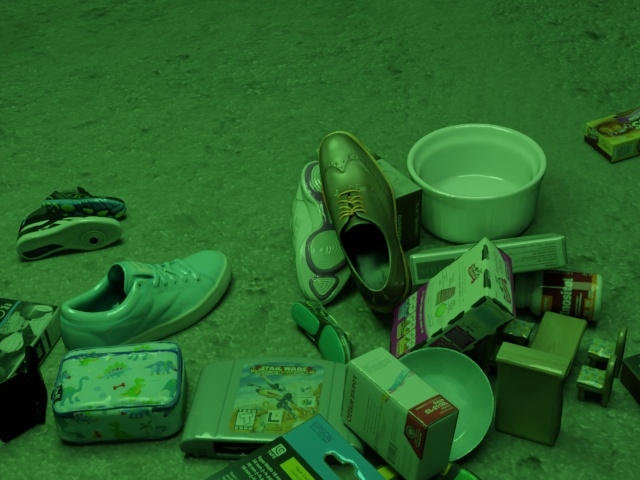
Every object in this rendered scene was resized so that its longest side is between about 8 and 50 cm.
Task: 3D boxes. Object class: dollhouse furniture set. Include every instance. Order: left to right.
[{"bbox_3d":[0.372,0.185,1.682,0.212,0.161,0.242,13,41,22],"label":"dollhouse furniture set"}]

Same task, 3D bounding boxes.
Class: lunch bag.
[{"bbox_3d":[-0.337,0.251,1.736,0.219,0.090,0.176,-3,35,0],"label":"lunch bag"}]

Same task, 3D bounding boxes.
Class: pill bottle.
[{"bbox_3d":[0.428,0.097,1.855,0.152,0.086,0.086,4,38,13],"label":"pill bottle"}]

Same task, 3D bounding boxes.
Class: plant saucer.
[{"bbox_3d":[0.183,0.269,1.656,0.195,0.037,0.195,-6,63,12],"label":"plant saucer"}]

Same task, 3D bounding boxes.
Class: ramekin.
[{"bbox_3d":[0.316,-0.111,2.100,0.277,0.135,0.277,-3,37,2],"label":"ramekin"}]

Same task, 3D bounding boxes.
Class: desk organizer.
[{"bbox_3d":[0.542,0.246,1.675,0.047,0.050,0.130,-14,38,-13],"label":"desk organizer"}]

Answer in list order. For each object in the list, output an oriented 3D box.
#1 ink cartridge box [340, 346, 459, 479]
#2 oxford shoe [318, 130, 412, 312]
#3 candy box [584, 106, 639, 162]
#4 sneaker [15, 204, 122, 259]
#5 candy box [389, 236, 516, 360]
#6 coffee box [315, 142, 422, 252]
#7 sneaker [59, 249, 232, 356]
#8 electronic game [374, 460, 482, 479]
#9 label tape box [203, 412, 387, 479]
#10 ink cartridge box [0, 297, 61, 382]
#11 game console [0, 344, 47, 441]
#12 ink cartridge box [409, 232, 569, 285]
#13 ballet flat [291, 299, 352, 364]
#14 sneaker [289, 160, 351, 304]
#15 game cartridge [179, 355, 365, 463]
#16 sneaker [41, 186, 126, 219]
[{"bbox_3d":[0.117,0.264,1.561,0.072,0.127,0.175,-21,42,-33],"label":"ink cartridge box"},{"bbox_3d":[0.076,-0.053,1.883,0.130,0.133,0.363,-23,71,8],"label":"oxford shoe"},{"bbox_3d":[0.699,-0.241,2.298,0.187,0.053,0.109,-17,39,-14],"label":"candy box"},{"bbox_3d":[-0.523,-0.037,2.136,0.217,0.079,0.121,-11,39,-5],"label":"sneaker"},{"bbox_3d":[0.220,0.123,1.742,0.071,0.233,0.159,36,34,-19],"label":"candy box"},{"bbox_3d":[0.095,-0.089,2.089,0.098,0.141,0.246,-22,40,-24],"label":"coffee box"},{"bbox_3d":[-0.313,0.092,1.888,0.135,0.150,0.366,28,48,34],"label":"sneaker"},{"bbox_3d":[0.148,0.408,1.508,0.229,0.048,0.229,-3,37,2],"label":"electronic game"},{"bbox_3d":[-0.067,0.423,1.463,0.334,0.106,0.240,-25,41,-25],"label":"label tape box"},{"bbox_3d":[-0.600,0.230,1.811,0.165,0.065,0.332,7,40,14],"label":"ink cartridge box"},{"bbox_3d":[-0.506,0.255,1.717,0.071,0.122,0.107,-8,37,-4],"label":"game console"},{"bbox_3d":[0.311,0.033,1.910,0.275,0.060,0.239,-8,-1,10],"label":"ink cartridge box"},{"bbox_3d":[0.019,0.165,1.834,0.070,0.070,0.188,-21,44,-21],"label":"ballet flat"},{"bbox_3d":[0.000,0.000,2.022,0.114,0.152,0.305,9,58,-13],"label":"sneaker"},{"bbox_3d":[-0.069,0.275,1.703,0.297,0.062,0.198,1,42,7],"label":"game cartridge"},{"bbox_3d":[-0.505,-0.084,2.207,0.188,0.067,0.078,3,44,15],"label":"sneaker"}]
